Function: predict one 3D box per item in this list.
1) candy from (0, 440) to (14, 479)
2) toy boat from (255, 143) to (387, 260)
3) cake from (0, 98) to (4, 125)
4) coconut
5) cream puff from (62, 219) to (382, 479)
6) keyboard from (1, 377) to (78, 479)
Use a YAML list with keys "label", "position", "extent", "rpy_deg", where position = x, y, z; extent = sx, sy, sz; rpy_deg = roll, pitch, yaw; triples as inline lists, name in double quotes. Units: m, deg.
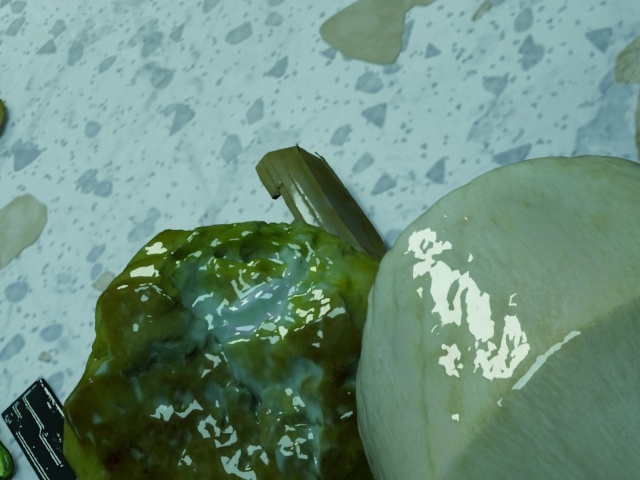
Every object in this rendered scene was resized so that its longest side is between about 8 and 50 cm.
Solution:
- label: "candy"
  position: [-0.365, 0.141, 1.428]
  extent: [0.149, 0.069, 0.246]
  rpy_deg: [-32, 48, 9]
- label: "toy boat"
  position: [0.000, 0.000, 1.276]
  extent: [0.072, 0.064, 0.206]
  rpy_deg: [-48, 44, 18]
- label: "cake"
  position: [-0.362, -0.124, 1.622]
  extent: [0.084, 0.044, 0.084]
  rpy_deg: [-17, 53, 24]
- label: "coconut"
  position: [0.169, 0.111, 0.921]
  extent: [0.329, 0.329, 0.328]
  rpy_deg: [-18, 52, 24]
- label: "cream puff"
  position: [-0.041, 0.110, 1.137]
  extent: [0.282, 0.185, 0.281]
  rpy_deg: [1, 92, 21]
- label: "keyboard"
  position: [-0.222, 0.175, 1.344]
  extent: [0.053, 0.010, 0.155]
  rpy_deg: [-44, 46, 1]
